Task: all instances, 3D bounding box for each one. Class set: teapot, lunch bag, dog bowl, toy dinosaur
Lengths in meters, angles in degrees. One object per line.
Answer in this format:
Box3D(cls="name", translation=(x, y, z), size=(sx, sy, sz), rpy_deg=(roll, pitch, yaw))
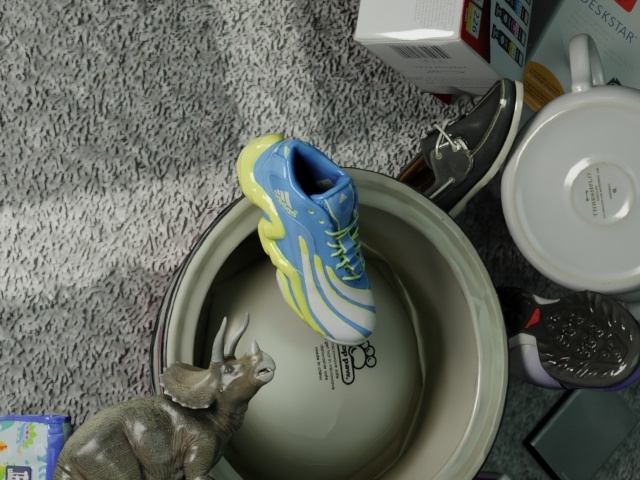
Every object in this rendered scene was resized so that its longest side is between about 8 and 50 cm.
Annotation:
Box3D(cls="teapot", translation=(0.329, -0.066, 1.817), size=(0.252, 0.187, 0.256), rpy_deg=(34, 105, 9))
Box3D(cls="lunch bag", translation=(-0.286, 0.238, 1.592), size=(0.096, 0.151, 0.129), rpy_deg=(2, 84, -25))
Box3D(cls="dog bowl", translation=(-0.004, 0.130, 1.738), size=(0.408, 0.150, 0.408), rpy_deg=(3, 82, -25))
Box3D(cls="toy dinosaur", translation=(-0.172, 0.214, 1.535), size=(0.313, 0.121, 0.160), rpy_deg=(-28, 84, -9))

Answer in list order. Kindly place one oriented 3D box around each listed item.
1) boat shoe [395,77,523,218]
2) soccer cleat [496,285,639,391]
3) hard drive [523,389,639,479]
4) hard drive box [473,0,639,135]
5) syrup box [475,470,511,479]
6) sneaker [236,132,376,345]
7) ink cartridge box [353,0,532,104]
Box3D(cls="boat shoe", translation=(0.154, -0.100, 1.799), size=(0.079, 0.233, 0.084), rpy_deg=(18, 48, -19))
Box3D(cls="soccer cleat", translation=(0.281, 0.123, 1.778), size=(0.116, 0.318, 0.109), rpy_deg=(38, 78, -22))
Box3D(cls="hard drive", translation=(0.319, 0.235, 1.947), size=(0.135, 0.022, 0.094), rpy_deg=(-45, 104, -22))
Box3D(cls="hard drive box", translation=(0.325, -0.216, 1.961), size=(0.181, 0.089, 0.232), rpy_deg=(36, 71, -18))
Box3D(cls="syrup box", translation=(0.151, 0.381, 1.813), size=(0.093, 0.096, 0.237), rpy_deg=(46, 69, -14))
Box3D(cls="sneaker", translation=(0.000, 0.000, 1.600), size=(0.091, 0.126, 0.240), rpy_deg=(-35, 99, -24))
Box3D(cls="ink cartridge box", translation=(0.169, -0.331, 1.804), size=(0.272, 0.130, 0.309), rpy_deg=(25, 72, -62))
